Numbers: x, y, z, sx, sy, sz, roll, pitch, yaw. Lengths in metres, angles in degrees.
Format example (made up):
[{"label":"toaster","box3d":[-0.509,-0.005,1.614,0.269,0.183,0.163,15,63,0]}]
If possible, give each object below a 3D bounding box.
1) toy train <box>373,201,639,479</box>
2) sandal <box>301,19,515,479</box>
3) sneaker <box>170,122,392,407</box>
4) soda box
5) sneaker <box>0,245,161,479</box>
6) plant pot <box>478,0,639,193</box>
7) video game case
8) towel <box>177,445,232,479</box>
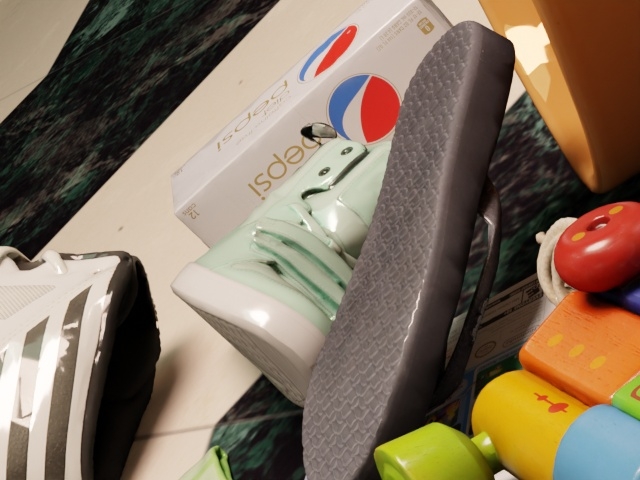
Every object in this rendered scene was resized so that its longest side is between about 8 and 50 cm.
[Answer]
[{"label":"toy train","box3d":[0.081,0.062,0.641,0.143,0.105,0.248,-32,19,-11]},{"label":"sandal","box3d":[0.056,0.009,0.813,0.097,0.054,0.254,-32,34,58]},{"label":"sneaker","box3d":[0.000,0.000,0.948,0.151,0.094,0.256,-46,11,-2]},{"label":"soda box","box3d":[0.001,-0.078,1.161,0.216,0.069,0.074,-41,21,11]},{"label":"sneaker","box3d":[-0.250,0.046,1.158,0.258,0.169,0.447,-20,47,-11]},{"label":"plant pot","box3d":[0.158,-0.195,0.828,0.203,0.291,0.291,-26,22,3]},{"label":"video game case","box3d":[0.053,0.089,0.814,0.157,0.019,0.143,-32,24,30]},{"label":"towel","box3d":[-0.104,0.180,0.931,0.152,0.023,0.113,-43,21,4]}]
